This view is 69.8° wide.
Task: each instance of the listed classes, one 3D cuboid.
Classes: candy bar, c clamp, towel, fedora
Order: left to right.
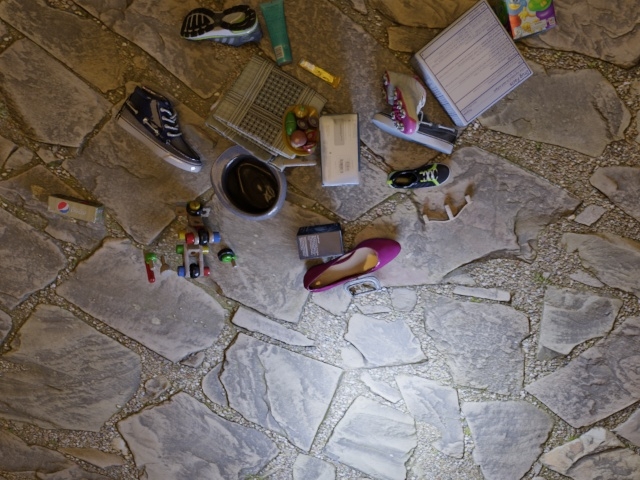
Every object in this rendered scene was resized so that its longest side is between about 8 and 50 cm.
[{"bbox_3d":[-0.241,-0.205,1.628,0.275,0.124,0.244,41,100,-1],"label":"fedora"},{"bbox_3d":[-0.176,-0.434,1.546,0.312,0.056,0.324,31,78,-6],"label":"towel"},{"bbox_3d":[-0.006,-0.582,1.584,0.161,0.018,0.040,29,99,-4],"label":"candy bar"},{"bbox_3d":[0.172,0.187,1.741,0.160,0.022,0.137,-12,135,13],"label":"c clamp"}]

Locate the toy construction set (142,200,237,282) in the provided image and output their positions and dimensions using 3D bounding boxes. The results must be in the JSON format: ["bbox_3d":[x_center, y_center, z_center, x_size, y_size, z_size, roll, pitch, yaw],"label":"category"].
[{"bbox_3d":[-0.496,-0.004,1.662,0.308,0.257,0.237,-20,58,-9],"label":"toy construction set"}]

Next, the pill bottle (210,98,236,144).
[{"bbox_3d":[-0.310,-0.416,1.600,0.086,0.086,0.152,-29,101,8],"label":"pill bottle"}]

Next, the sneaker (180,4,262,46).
[{"bbox_3d":[-0.328,-0.692,1.523,0.299,0.121,0.111,8,81,19],"label":"sneaker"}]

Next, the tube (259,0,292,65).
[{"bbox_3d":[-0.143,-0.701,1.547,0.080,0.052,0.207,-13,98,0],"label":"tube"}]

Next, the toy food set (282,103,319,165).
[{"bbox_3d":[-0.057,-0.353,1.496,0.128,0.071,0.218,2,81,-15],"label":"toy food set"}]

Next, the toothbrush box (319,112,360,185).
[{"bbox_3d":[0.061,-0.303,1.508,0.126,0.295,0.216,-2,103,1],"label":"toothbrush box"}]

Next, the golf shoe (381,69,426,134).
[{"bbox_3d":[0.289,-0.455,1.480,0.140,0.306,0.115,-4,140,-6],"label":"golf shoe"}]

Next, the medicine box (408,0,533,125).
[{"bbox_3d":[0.485,-0.570,1.503,0.263,0.149,0.289,-37,100,10],"label":"medicine box"}]

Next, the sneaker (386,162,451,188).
[{"bbox_3d":[0.349,-0.217,1.620,0.234,0.097,0.084,-10,103,4],"label":"sneaker"}]

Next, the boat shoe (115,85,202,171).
[{"bbox_3d":[-0.535,-0.390,1.590,0.340,0.127,0.158,35,110,-6],"label":"boat shoe"}]

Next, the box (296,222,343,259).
[{"bbox_3d":[0.000,0.000,1.655,0.158,0.156,0.093,-6,102,3],"label":"box"}]

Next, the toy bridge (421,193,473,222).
[{"bbox_3d":[0.470,-0.105,1.680,0.188,0.026,0.063,-24,104,7],"label":"toy bridge"}]

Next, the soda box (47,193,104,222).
[{"bbox_3d":[-0.910,-0.120,1.707,0.181,0.058,0.061,14,104,-1],"label":"soda box"}]

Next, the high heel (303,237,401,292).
[{"bbox_3d":[0.120,0.100,1.661,0.377,0.181,0.127,-23,102,7],"label":"high heel"}]

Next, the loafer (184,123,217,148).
[{"bbox_3d":[-0.429,-0.377,1.643,0.125,0.039,0.045,37,135,-4],"label":"loafer"}]

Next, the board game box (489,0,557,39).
[{"bbox_3d":[0.623,-0.784,1.450,0.142,0.144,0.275,-16,102,6],"label":"board game box"}]

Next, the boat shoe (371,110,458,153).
[{"bbox_3d":[0.329,-0.395,1.572,0.306,0.113,0.105,19,97,-5],"label":"boat shoe"}]
